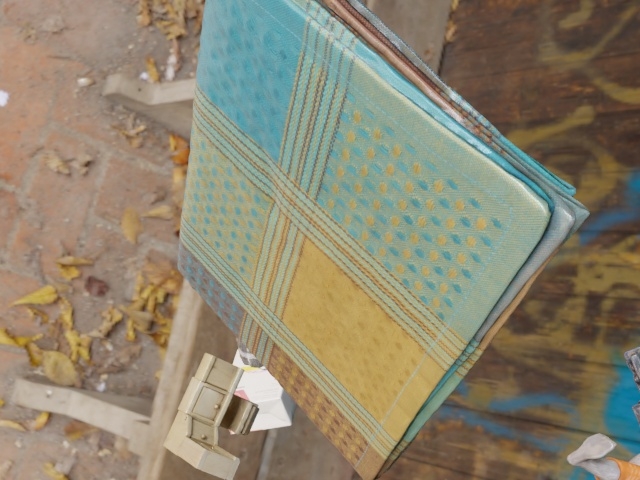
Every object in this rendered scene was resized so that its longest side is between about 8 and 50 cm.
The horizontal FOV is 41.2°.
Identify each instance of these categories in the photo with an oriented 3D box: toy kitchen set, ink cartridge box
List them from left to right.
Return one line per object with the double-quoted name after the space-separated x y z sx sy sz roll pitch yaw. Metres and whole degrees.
-0.070 0.148 0.695 0.068 0.075 0.083 29 78 -28 "toy kitchen set"
-0.098 0.244 1.509 0.198 0.115 0.067 -78 152 -58 "ink cartridge box"

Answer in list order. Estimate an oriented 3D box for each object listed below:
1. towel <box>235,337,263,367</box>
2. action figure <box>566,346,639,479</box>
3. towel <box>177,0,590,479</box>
0.018 -0.009 0.918 0.283 0.121 0.235 -25 123 -54 "towel"
0.397 0.315 1.087 0.330 0.178 0.341 18 49 -49 "action figure"
0.000 0.000 0.585 0.040 0.370 0.271 -32 68 -30 "towel"
